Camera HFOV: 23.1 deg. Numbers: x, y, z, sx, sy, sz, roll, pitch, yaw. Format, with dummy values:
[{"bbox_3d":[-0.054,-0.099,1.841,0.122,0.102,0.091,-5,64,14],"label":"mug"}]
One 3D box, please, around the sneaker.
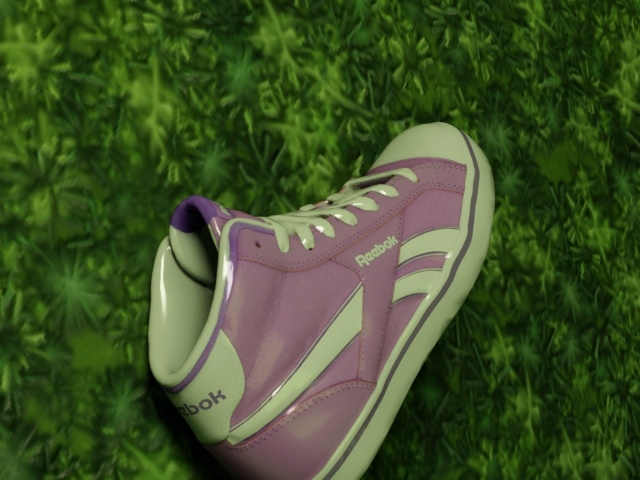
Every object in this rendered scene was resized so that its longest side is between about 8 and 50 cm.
[{"bbox_3d":[0.001,0.000,0.889,0.161,0.102,0.282,48,48,-25],"label":"sneaker"}]
